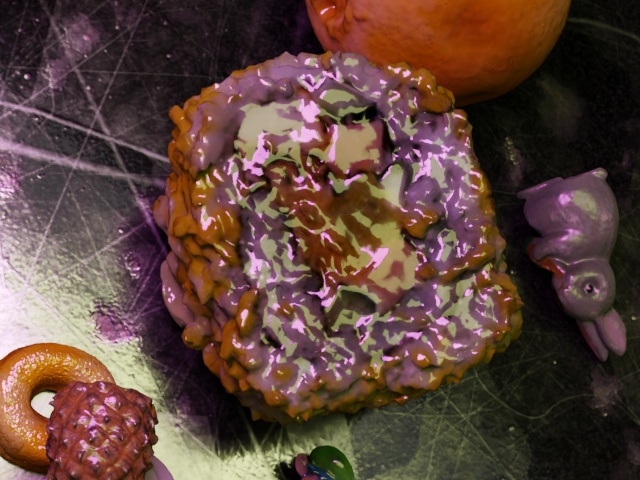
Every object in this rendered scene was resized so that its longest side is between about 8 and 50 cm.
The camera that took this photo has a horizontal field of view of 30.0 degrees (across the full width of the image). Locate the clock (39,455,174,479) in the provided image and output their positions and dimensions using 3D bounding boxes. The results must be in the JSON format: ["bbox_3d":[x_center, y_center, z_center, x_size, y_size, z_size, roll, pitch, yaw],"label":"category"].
[{"bbox_3d":[-0.240,0.386,1.151,0.295,0.113,0.322,-13,71,-36],"label":"clock"}]

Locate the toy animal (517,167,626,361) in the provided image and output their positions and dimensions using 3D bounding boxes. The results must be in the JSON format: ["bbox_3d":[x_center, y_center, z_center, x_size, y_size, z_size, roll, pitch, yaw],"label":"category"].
[{"bbox_3d":[0.326,0.029,1.491,0.108,0.138,0.236,7,62,-53],"label":"toy animal"}]

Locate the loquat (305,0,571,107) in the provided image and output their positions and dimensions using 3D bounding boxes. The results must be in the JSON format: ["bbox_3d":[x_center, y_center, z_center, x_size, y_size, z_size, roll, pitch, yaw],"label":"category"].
[{"bbox_3d":[0.140,-0.314,1.429,0.328,0.328,0.329,6,71,-18],"label":"loquat"}]

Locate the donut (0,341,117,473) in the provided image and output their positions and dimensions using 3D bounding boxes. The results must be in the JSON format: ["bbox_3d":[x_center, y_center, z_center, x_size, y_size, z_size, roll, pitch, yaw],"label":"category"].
[{"bbox_3d":[-0.283,0.174,1.266,0.151,0.058,0.152,7,71,-20],"label":"donut"}]

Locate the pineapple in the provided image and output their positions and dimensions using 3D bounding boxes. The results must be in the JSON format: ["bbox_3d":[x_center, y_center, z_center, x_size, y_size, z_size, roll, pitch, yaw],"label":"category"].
[{"bbox_3d":[-0.215,0.255,1.105,0.119,0.111,0.237,1,65,3],"label":"pineapple"}]

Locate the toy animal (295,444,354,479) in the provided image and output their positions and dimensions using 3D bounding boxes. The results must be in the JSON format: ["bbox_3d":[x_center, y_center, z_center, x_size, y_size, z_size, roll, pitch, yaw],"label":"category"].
[{"bbox_3d":[-0.044,0.303,1.283,0.208,0.103,0.100,-31,76,-22],"label":"toy animal"}]

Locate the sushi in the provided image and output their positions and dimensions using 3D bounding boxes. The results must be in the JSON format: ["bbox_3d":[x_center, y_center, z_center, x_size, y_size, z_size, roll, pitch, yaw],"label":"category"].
[{"bbox_3d":[0.000,0.000,1.289,0.351,0.240,0.397,-15,86,-10],"label":"sushi"}]
